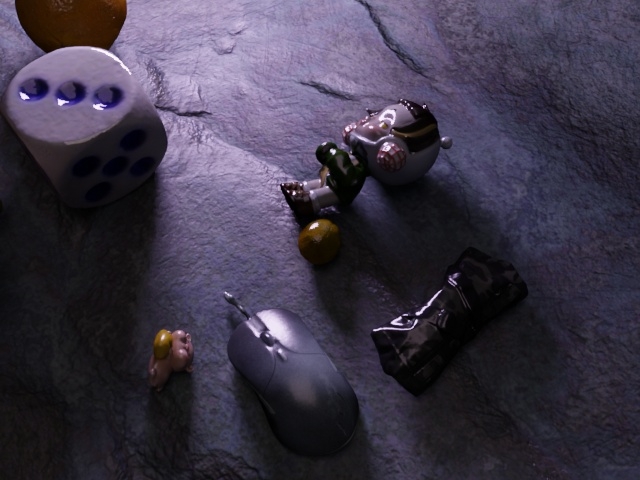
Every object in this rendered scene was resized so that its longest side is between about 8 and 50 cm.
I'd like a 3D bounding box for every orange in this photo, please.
[{"bbox_3d":[-0.571,-0.535,1.643,0.264,0.264,0.264,0,60,0],"label":"orange"},{"bbox_3d":[0.000,0.000,1.418,0.085,0.085,0.095,23,65,13],"label":"orange"}]

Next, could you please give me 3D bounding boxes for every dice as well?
[{"bbox_3d":[-0.485,-0.230,1.470,0.251,0.243,0.259,-35,68,-19],"label":"dice"}]

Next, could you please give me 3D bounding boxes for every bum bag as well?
[{"bbox_3d":[0.241,0.137,1.330,0.340,0.095,0.144,-38,81,-18],"label":"bum bag"}]

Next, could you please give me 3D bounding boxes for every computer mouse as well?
[{"bbox_3d":[-0.074,0.218,1.290,0.167,0.090,0.379,-34,63,-19],"label":"computer mouse"}]

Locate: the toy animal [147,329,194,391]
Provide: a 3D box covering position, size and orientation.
[{"bbox_3d":[-0.267,0.213,1.296,0.082,0.091,0.114,13,58,-8],"label":"toy animal"}]

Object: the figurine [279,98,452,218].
[{"bbox_3d":[0.096,-0.165,1.473,0.370,0.167,0.281,-29,25,-6],"label":"figurine"}]

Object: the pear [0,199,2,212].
[{"bbox_3d":[-0.721,-0.067,1.453,0.131,0.107,0.107,-5,60,-3],"label":"pear"}]
